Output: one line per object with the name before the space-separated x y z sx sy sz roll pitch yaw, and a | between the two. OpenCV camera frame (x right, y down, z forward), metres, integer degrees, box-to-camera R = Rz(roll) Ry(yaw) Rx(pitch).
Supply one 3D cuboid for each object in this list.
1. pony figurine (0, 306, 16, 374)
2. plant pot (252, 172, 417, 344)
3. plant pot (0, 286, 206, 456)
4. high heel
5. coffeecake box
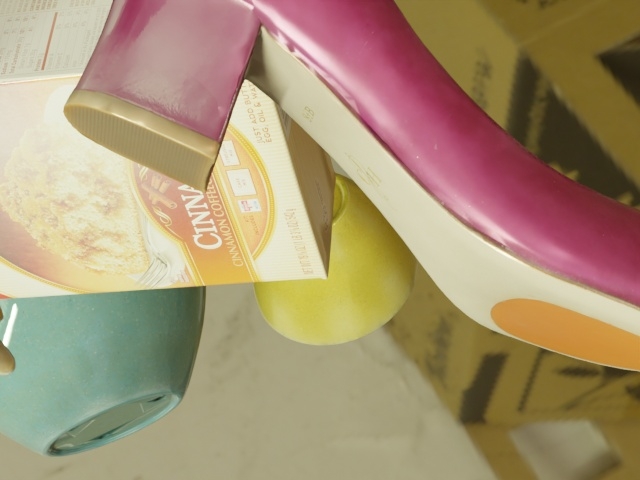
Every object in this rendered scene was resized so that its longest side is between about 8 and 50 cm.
pony figurine | -0.282 -0.080 0.726 0.363 0.303 0.351 33 148 -3
plant pot | 0.000 0.000 1.172 0.134 0.134 0.095 51 170 40
plant pot | -0.218 0.075 1.334 0.290 0.290 0.195 110 137 -68
high heel | 0.048 -0.043 0.477 0.244 0.117 0.082 22 164 -2
coffeecake box | -0.098 -0.045 0.679 0.142 0.185 0.068 73 -163 -49
